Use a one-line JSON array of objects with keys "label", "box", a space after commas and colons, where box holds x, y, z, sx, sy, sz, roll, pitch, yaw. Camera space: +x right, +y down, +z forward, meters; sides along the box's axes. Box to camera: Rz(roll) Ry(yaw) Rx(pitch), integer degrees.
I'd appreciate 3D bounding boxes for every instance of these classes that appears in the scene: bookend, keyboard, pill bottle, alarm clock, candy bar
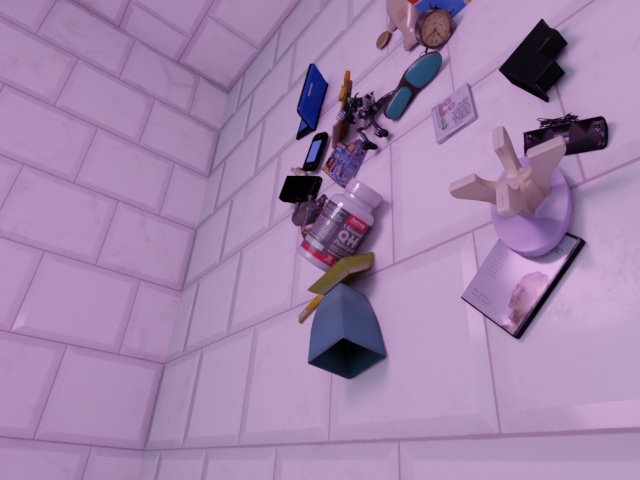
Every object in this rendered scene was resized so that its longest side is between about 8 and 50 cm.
[{"label": "bookend", "box": [0.577, -0.465, 1.103, 0.157, 0.072, 0.156, -52, 35, 21]}, {"label": "keyboard", "box": [0.577, -0.249, 1.009, 0.192, 0.038, 0.100, 2, 95, 56]}, {"label": "pill bottle", "box": [0.075, -0.050, 1.481, 0.319, 0.176, 0.176, -57, 32, 6]}, {"label": "alarm clock", "box": [0.394, -0.734, 1.522, 0.064, 0.129, 0.192, -119, 38, -55]}, {"label": "candy bar", "box": [-0.038, 0.254, 1.611, 0.161, 0.018, 0.040, -50, 31, 25]}]

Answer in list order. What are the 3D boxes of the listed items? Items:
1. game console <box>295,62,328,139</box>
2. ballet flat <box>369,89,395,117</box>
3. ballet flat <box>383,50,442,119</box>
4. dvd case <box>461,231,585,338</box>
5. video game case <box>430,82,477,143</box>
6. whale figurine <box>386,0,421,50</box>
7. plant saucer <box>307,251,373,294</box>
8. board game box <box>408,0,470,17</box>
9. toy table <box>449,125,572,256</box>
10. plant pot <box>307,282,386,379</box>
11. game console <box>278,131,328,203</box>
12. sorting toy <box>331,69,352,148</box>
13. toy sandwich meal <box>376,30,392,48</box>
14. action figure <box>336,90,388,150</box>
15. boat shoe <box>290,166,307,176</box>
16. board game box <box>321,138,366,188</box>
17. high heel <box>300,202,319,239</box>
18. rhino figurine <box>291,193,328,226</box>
[{"label": "game console", "box": [-0.083, -0.704, 2.191, 0.173, 0.250, 0.293, 4, 71, 30]}, {"label": "ballet flat", "box": [0.242, -0.537, 1.705, 0.173, 0.049, 0.057, -35, 1, 38]}, {"label": "ballet flat", "box": [0.321, -0.570, 1.552, 0.280, 0.095, 0.096, -48, 24, 28]}, {"label": "dvd case", "box": [0.452, 0.073, 0.980, 0.253, 0.022, 0.180, -60, 31, 9]}, {"label": "video game case", "box": [0.418, -0.403, 1.355, 0.143, 0.019, 0.157, -33, 44, 42]}, {"label": "whale figurine", "box": [0.366, -0.888, 1.688, 0.216, 0.141, 0.272, -20, 78, 51]}, {"label": "plant saucer", "box": [0.077, 0.117, 1.406, 0.188, 0.188, 0.045, -44, 69, 32]}, {"label": "board game box", "box": [0.447, -0.914, 1.443, 0.316, 0.242, 0.064, -35, 43, 42]}, {"label": "toy table", "box": [0.442, -0.119, 0.961, 0.252, 0.160, 0.274, -33, 38, 32]}, {"label": "plant pot", "box": [0.072, 0.262, 1.306, 0.165, 0.165, 0.234, -44, 31, 32]}, {"label": "game console", "box": [-0.061, -0.337, 1.978, 0.213, 0.044, 0.362, 8, 74, 43]}, {"label": "sorting toy", "box": [0.099, -0.545, 1.783, 0.307, 0.041, 0.229, 89, -163, -75]}, {"label": "toy sandwich meal", "box": [0.279, -0.883, 1.886, 0.085, 0.029, 0.086, -33, 48, 46]}, {"label": "action figure", "box": [0.157, -0.484, 1.640, 0.164, 0.141, 0.276, -37, 58, 23]}, {"label": "boat shoe", "box": [-0.102, -0.334, 2.081, 0.045, 0.050, 0.135, -58, 42, 7]}, {"label": "board game box", "box": [0.107, -0.330, 1.743, 0.194, 0.060, 0.194, -57, 32, 13]}, {"label": "high heel", "box": [0.000, 0.000, 1.702, 0.261, 0.093, 0.186, 61, 148, 36]}, {"label": "rhino figurine", "box": [-0.041, -0.131, 1.825, 0.243, 0.073, 0.106, -24, 46, 46]}]
